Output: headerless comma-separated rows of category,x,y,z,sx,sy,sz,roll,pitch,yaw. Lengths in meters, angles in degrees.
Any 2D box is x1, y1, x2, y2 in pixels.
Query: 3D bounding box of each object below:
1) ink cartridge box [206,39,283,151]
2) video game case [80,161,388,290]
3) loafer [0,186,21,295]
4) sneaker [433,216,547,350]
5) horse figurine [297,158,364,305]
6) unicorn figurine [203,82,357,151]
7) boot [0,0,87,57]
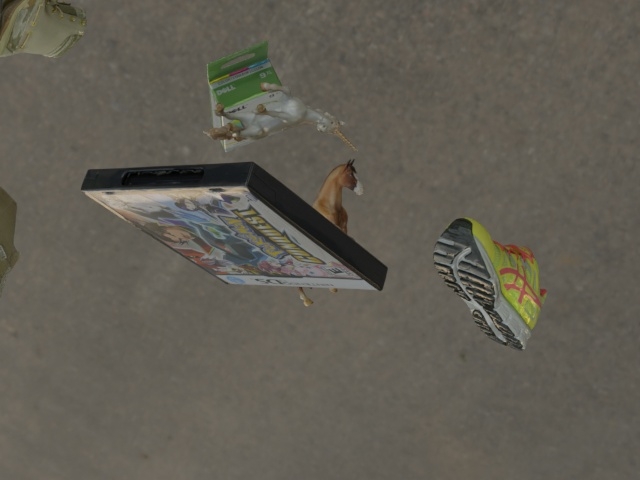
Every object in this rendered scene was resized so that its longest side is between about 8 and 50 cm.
ink cartridge box,-0.120,-0.230,1.718,0.209,0.109,0.062,98,148,-69
video game case,-0.095,-0.011,1.215,0.248,0.035,0.275,1,156,37
loafer,-0.530,0.037,1.680,0.102,0.269,0.092,7,177,35
sneaker,0.195,0.031,1.175,0.081,0.094,0.208,24,158,41
horse figurine,0.000,0.000,1.767,0.263,0.066,0.174,-38,73,49
unicorn figurine,-0.050,-0.144,1.248,0.162,0.060,0.111,1,171,36
boot,-0.438,-0.379,1.682,0.077,0.165,0.213,48,120,21
